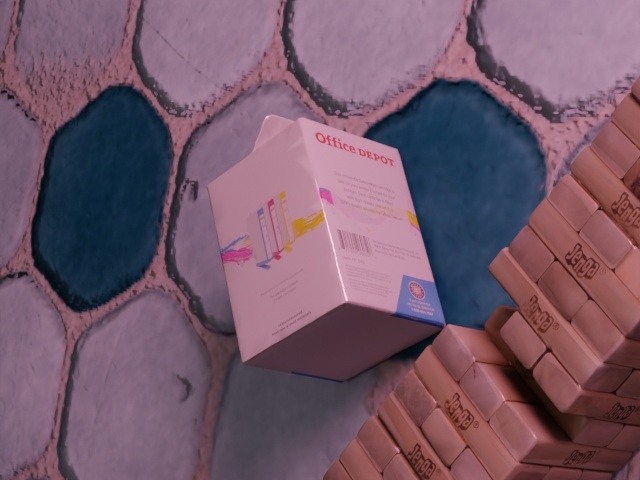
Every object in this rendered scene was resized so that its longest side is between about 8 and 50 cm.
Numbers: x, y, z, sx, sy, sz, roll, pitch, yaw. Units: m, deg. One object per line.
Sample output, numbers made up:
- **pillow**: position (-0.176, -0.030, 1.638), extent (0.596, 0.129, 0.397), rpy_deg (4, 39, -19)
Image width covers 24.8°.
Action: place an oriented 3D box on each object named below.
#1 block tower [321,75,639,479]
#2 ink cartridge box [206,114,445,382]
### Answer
- **block tower**: position (0.125, 0.064, 0.756), extent (0.335, 0.097, 0.091), rpy_deg (-54, 49, 21)
- **ink cartridge box**: position (0.000, 0.000, 0.889), extent (0.090, 0.092, 0.143), rpy_deg (-33, 57, 34)
